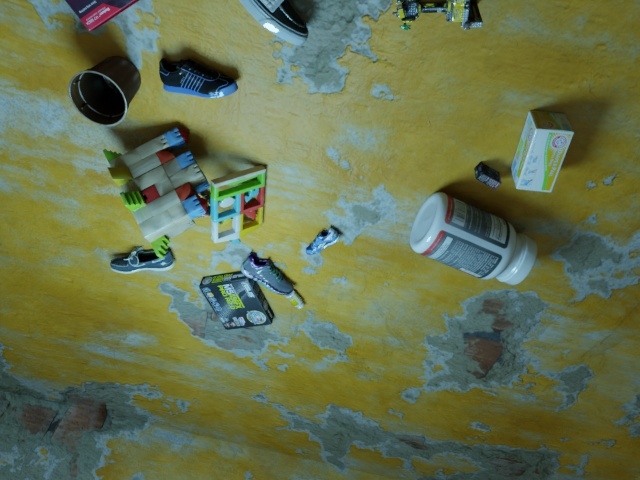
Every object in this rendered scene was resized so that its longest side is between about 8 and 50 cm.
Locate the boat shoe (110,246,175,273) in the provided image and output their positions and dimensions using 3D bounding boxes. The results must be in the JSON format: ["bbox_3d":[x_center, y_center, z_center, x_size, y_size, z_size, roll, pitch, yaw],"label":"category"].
[{"bbox_3d":[-0.693,0.074,2.051,0.254,0.095,0.079,0,132,7],"label":"boat shoe"}]

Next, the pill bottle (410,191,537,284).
[{"bbox_3d":[0.493,0.003,1.717,0.363,0.210,0.210,23,130,-10],"label":"pill bottle"}]

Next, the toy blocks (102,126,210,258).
[{"bbox_3d":[-0.474,-0.174,1.664,0.261,0.381,0.191,-29,164,-6],"label":"toy blocks"}]

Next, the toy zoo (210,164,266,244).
[{"bbox_3d":[-0.279,-0.103,1.792,0.192,0.030,0.293,-23,140,-31],"label":"toy zoo"}]

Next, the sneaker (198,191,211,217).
[{"bbox_3d":[-0.465,-0.162,1.818,0.093,0.088,0.225,-17,118,41],"label":"sneaker"}]

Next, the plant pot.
[{"bbox_3d":[-0.612,-0.446,1.547,0.167,0.165,0.167,5,130,6],"label":"plant pot"}]

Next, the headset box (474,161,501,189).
[{"bbox_3d":[0.519,-0.197,1.639,0.083,0.062,0.032,26,130,-11],"label":"headset box"}]

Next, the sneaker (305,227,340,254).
[{"bbox_3d":[0.000,0.000,1.903,0.144,0.053,0.059,-31,120,20],"label":"sneaker"}]

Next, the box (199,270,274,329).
[{"bbox_3d":[-0.338,0.246,2.162,0.216,0.060,0.270,-9,128,17],"label":"box"}]

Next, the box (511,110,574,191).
[{"bbox_3d":[0.636,-0.256,1.536,0.103,0.114,0.203,6,130,4],"label":"box"}]

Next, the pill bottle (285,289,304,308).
[{"bbox_3d":[-0.101,0.236,2.124,0.043,0.043,0.083,-22,123,25],"label":"pill bottle"}]

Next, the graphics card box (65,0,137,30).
[{"bbox_3d":[-0.613,-0.752,1.334,0.233,0.094,0.371,-19,124,24],"label":"graphics card box"}]

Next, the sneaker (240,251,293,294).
[{"bbox_3d":[-0.191,0.127,2.024,0.224,0.083,0.098,27,124,-13],"label":"sneaker"}]

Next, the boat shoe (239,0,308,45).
[{"bbox_3d":[-0.143,-0.639,1.333,0.335,0.121,0.119,38,124,-22],"label":"boat shoe"}]

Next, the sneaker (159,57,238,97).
[{"bbox_3d":[-0.356,-0.474,1.536,0.232,0.081,0.090,5,138,7],"label":"sneaker"}]

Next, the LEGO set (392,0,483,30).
[{"bbox_3d":[0.282,-0.632,1.221,0.255,0.192,0.331,9,131,2],"label":"LEGO set"}]

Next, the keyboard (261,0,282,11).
[{"bbox_3d":[-0.057,-0.674,1.283,0.256,0.014,0.072,-47,117,5],"label":"keyboard"}]
